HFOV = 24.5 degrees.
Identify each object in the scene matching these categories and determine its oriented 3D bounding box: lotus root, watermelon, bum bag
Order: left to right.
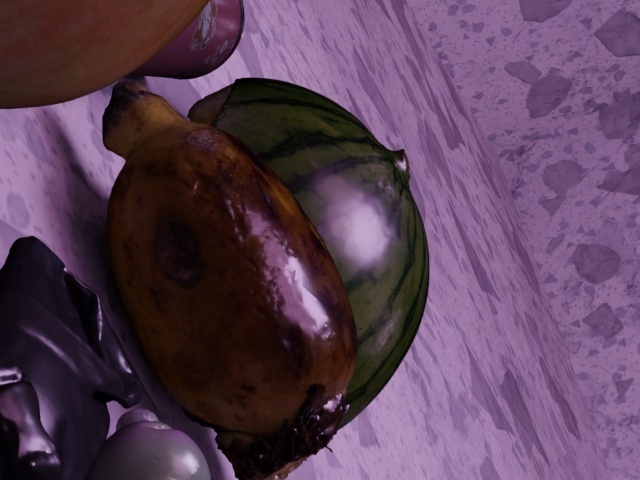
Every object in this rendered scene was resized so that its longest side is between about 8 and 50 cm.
[{"bbox_3d":[-0.151,0.094,0.749,0.123,0.060,0.248,61,15,-22],"label":"bum bag"},{"bbox_3d":[-0.065,0.025,1.027,0.314,0.141,0.169,64,9,0],"label":"lotus root"},{"bbox_3d":[0.000,0.000,1.262,0.331,0.189,0.331,51,22,-30],"label":"watermelon"}]

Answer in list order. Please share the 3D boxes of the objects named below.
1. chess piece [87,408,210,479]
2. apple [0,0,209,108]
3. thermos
[{"bbox_3d":[-0.080,0.175,0.784,0.139,0.139,0.272,56,6,-33],"label":"chess piece"},{"bbox_3d":[-0.169,-0.207,0.831,0.257,0.234,0.257,52,19,-25],"label":"apple"},{"bbox_3d":[-0.145,-0.191,1.122,0.109,0.136,0.330,39,12,6],"label":"thermos"}]
